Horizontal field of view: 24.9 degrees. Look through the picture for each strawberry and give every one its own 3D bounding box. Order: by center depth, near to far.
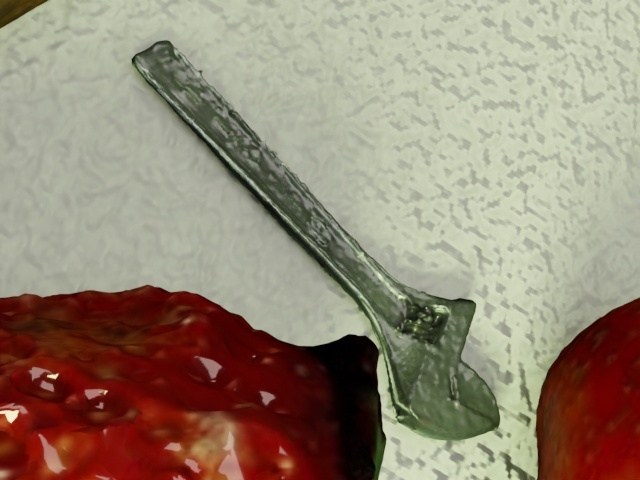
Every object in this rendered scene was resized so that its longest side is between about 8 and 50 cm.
[{"bbox_3d":[-0.132,0.160,0.689,0.309,0.292,0.292,6,72,3],"label":"strawberry"}]

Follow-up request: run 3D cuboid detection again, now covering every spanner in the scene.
[{"bbox_3d":[0.000,0.000,0.910,0.325,0.026,0.093,46,66,-3],"label":"spanner"}]

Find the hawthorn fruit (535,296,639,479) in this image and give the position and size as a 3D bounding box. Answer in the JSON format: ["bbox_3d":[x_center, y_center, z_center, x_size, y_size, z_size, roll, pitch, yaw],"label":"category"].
[{"bbox_3d":[0.264,0.143,0.821,0.265,0.307,0.265,4,80,-25],"label":"hawthorn fruit"}]

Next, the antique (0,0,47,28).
[{"bbox_3d":[-0.265,-0.124,0.798,0.310,0.093,0.087,-38,91,-26],"label":"antique"}]
